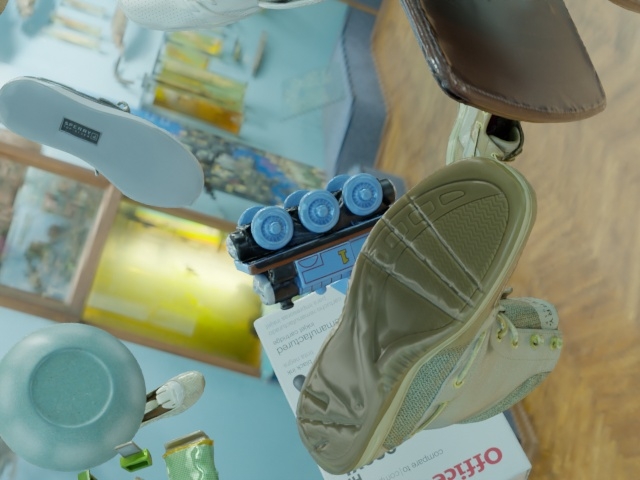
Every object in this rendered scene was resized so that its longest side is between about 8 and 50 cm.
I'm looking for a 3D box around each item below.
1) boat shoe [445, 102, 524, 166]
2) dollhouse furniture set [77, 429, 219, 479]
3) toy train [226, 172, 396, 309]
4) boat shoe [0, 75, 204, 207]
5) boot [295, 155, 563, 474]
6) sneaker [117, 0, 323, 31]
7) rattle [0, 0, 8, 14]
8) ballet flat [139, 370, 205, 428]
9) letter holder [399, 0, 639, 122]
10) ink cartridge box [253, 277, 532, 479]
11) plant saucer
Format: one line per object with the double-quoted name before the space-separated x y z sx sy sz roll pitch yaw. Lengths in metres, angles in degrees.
"boat shoe" 0.126 -0.077 0.747 0.045 0.050 0.135 33 136 41
"dollhouse furniture set" -0.195 0.264 1.156 0.059 0.151 0.076 63 -171 -51
"toy train" 0.000 0.000 1.007 0.080 0.184 0.105 6 115 71
"boat shoe" -0.306 -0.146 1.444 0.105 0.306 0.113 -93 25 -71
"boot" 0.091 0.041 0.597 0.077 0.165 0.213 48 125 32
"sneaker" -0.061 -0.218 0.760 0.169 0.292 0.108 -42 -61 -63
"rattle" -0.356 -0.263 1.051 0.142 0.130 0.200 -12 65 64
"ballet flat" -0.257 0.262 1.614 0.168 0.057 0.052 -32 -14 17
"letter holder" 0.151 -0.192 0.584 0.152 0.301 0.215 -24 83 30
"ink cartridge box" 0.085 0.199 1.235 0.129 0.223 0.308 73 171 -67
"plant saucer" -0.314 0.190 1.272 0.037 0.194 0.195 126 158 -60
